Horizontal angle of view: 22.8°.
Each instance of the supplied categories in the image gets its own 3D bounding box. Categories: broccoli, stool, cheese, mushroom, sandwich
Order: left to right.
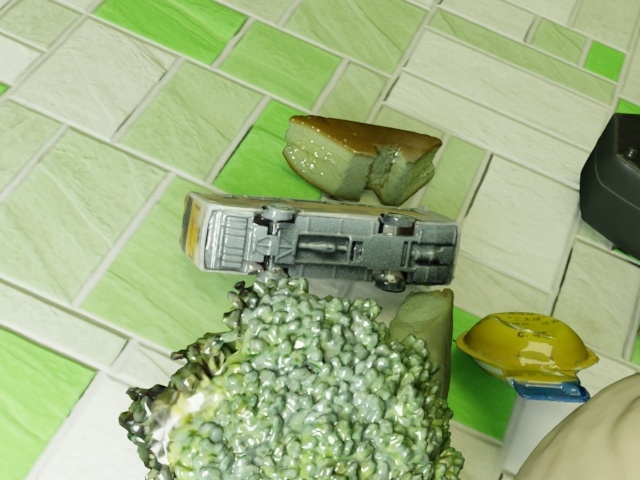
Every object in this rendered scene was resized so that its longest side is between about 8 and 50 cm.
[{"bbox_3d":[-0.032,0.218,1.570,0.334,0.272,0.324,37,44,3],"label":"broccoli"},{"bbox_3d":[0.067,-0.105,2.171,0.244,0.090,0.088,6,35,-24],"label":"sandwich"},{"bbox_3d":[0.112,0.149,1.869,0.087,0.107,0.333,-8,35,16],"label":"mushroom"},{"bbox_3d":[0.255,0.142,1.915,0.177,0.069,0.270,4,14,-5],"label":"cheese"},{"bbox_3d":[0.492,-0.079,2.300,0.232,0.141,0.232,13,37,-10],"label":"stool"}]

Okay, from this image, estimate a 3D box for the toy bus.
[{"bbox_3d":[0.000,0.000,1.983,0.342,0.097,0.138,3,11,-23],"label":"toy bus"}]

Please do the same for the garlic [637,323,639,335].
[{"bbox_3d":[0.622,0.073,2.106,0.340,0.231,0.246,22,34,10],"label":"garlic"}]

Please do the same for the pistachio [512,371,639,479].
[{"bbox_3d":[0.391,0.282,1.666,0.445,0.281,0.365,-32,42,-33],"label":"pistachio"}]
